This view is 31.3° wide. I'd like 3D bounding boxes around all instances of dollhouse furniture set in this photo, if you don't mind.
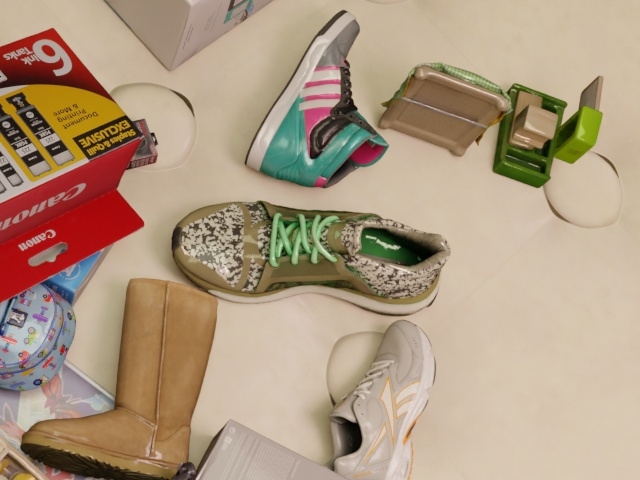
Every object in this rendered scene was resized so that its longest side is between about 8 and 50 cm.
[{"bbox_3d":[0.260,-0.225,1.757,0.301,0.197,0.151,19,67,-9],"label":"dollhouse furniture set"}]

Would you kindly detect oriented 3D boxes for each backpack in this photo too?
[{"bbox_3d":[-0.409,0.107,1.464,0.173,0.117,0.158,17,64,4],"label":"backpack"}]

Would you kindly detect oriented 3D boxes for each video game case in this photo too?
[{"bbox_3d":[-0.353,0.254,1.490,0.201,0.023,0.183,37,64,1],"label":"video game case"}]

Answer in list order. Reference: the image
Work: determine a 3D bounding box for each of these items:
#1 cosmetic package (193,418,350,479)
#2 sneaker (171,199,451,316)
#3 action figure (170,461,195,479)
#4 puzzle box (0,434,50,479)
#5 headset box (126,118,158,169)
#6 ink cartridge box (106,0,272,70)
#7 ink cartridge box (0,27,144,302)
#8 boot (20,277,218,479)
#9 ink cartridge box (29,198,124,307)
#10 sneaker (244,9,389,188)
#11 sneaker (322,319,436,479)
[{"bbox_3d":[-0.047,0.337,1.491,0.238,0.127,0.107,30,64,-1],"label":"cosmetic package"},{"bbox_3d":[0.000,0.000,1.603,0.410,0.182,0.158,5,68,-14],"label":"sneaker"},{"bbox_3d":[-0.264,0.350,1.330,0.275,0.164,0.141,-9,110,-27],"label":"action figure"},{"bbox_3d":[-0.530,0.266,1.316,0.409,0.052,0.272,46,54,-12],"label":"puzzle box"},{"bbox_3d":[-0.278,-0.137,1.659,0.083,0.032,0.062,-16,74,-19],"label":"headset box"},{"bbox_3d":[-0.174,-0.436,1.713,0.270,0.197,0.198,-41,85,-26],"label":"ink cartridge box"},{"bbox_3d":[-0.392,-0.091,1.444,0.272,0.130,0.309,49,49,9],"label":"ink cartridge box"},{"bbox_3d":[-0.257,0.174,1.492,0.236,0.089,0.269,22,58,-30],"label":"boot"},{"bbox_3d":[-0.402,-0.026,1.554,0.231,0.078,0.134,30,64,-3],"label":"ink cartridge box"},{"bbox_3d":[0.032,-0.195,1.718,0.178,0.124,0.295,29,72,2],"label":"sneaker"},{"bbox_3d":[0.075,0.222,1.570,0.121,0.099,0.262,26,62,-26],"label":"sneaker"}]
